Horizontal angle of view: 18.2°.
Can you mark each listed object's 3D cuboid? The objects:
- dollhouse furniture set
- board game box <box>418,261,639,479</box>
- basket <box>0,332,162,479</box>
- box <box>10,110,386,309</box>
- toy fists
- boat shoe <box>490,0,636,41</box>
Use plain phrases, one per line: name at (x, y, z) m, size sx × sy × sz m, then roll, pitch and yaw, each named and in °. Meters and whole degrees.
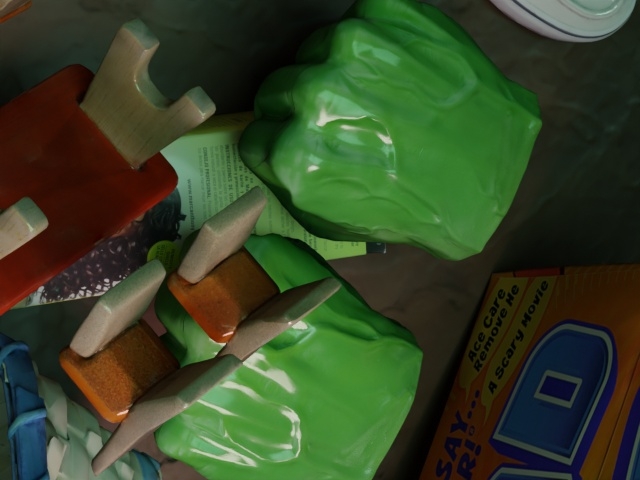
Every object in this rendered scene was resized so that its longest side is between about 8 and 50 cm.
dollhouse furniture set at (-0.169, -0.001, 0.917) m, size 0.262 × 0.135 × 0.259 m, roll 50°, pitch 48°, yaw 2°
board game box at (0.270, 0.244, 1.111) m, size 0.356 × 0.356 × 0.356 m, roll 28°, pitch 75°, yaw -25°
basket at (-0.211, 0.163, 0.975) m, size 0.201 × 0.255 × 0.289 m, roll -30°, pitch 133°, yaw 24°
box at (-0.080, -0.022, 1.113) m, size 0.232 × 0.058 × 0.087 m, roll -10°, pitch 104°, yaw -22°
toy fists at (0.000, 0.000, 1.069) m, size 0.142 × 0.096 × 0.279 m, roll 28°, pitch 89°, yaw -35°
boat shoe at (0.111, -0.223, 1.141) m, size 0.096 × 0.088 × 0.267 m, roll -38°, pitch 112°, yaw -13°
